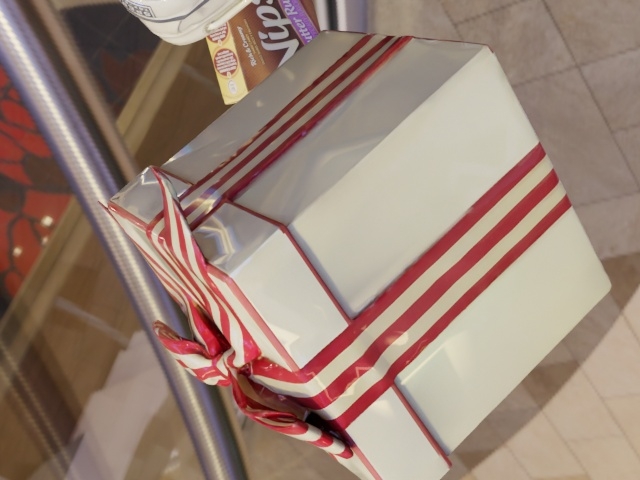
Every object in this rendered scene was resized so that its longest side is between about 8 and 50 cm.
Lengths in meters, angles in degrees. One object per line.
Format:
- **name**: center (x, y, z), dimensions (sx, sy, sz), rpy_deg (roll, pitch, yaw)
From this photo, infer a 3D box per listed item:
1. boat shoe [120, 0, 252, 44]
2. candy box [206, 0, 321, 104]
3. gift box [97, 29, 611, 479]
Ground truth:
- **boat shoe**: center (-0.017, -0.228, 0.621), dimensions (0.096, 0.267, 0.088), rpy_deg (37, 175, 16)
- **candy box**: center (-0.066, -0.240, 1.009), dimensions (0.053, 0.109, 0.187), rpy_deg (-3, 105, 54)
- **gift box**: center (0.000, 0.000, 0.727), dimensions (0.276, 0.258, 0.255), rpy_deg (53, 165, -24)
